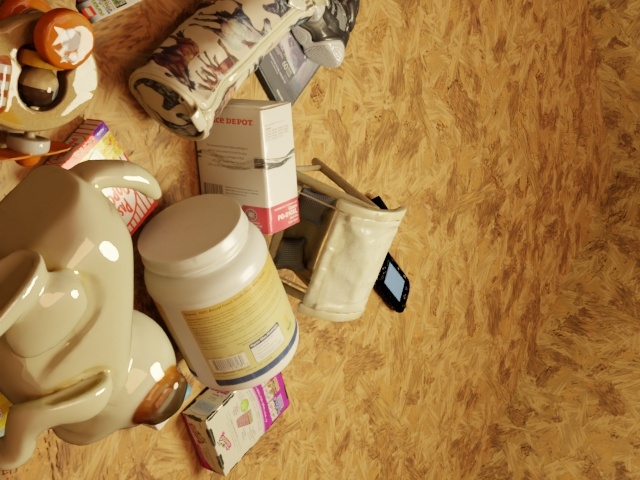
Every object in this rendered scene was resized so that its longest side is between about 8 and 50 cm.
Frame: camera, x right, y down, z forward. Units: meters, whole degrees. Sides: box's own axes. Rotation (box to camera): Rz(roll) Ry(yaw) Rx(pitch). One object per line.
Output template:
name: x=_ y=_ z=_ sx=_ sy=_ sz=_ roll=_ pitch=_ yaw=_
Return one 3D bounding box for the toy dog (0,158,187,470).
toy dog: x=-0.351 y=0.113 z=1.137 sx=0.395 sy=0.284 sz=0.408 roll=-52 pitch=143 yaw=-29

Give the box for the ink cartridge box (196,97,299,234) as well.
ink cartridge box: x=-0.140 y=-0.146 z=1.576 sx=0.100 sy=0.172 sz=0.237 roll=-26 pitch=119 yaw=-50

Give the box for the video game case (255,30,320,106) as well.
video game case: x=-0.054 y=-0.428 z=1.757 sx=0.274 sy=0.026 sz=0.196 roll=-58 pitch=140 yaw=-27

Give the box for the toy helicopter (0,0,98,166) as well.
toy helicopter: x=-0.471 y=-0.185 z=1.172 sx=0.355 sy=0.140 sz=0.235 roll=-33 pitch=134 yaw=-33

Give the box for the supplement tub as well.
supplement tub: x=-0.185 y=0.096 z=1.526 sx=0.228 sy=0.228 sz=0.316 roll=-50 pitch=136 yaw=-36

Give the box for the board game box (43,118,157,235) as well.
board game box: x=-0.369 y=-0.080 z=1.378 sx=0.147 sy=0.045 sz=0.193 roll=-57 pitch=140 yaw=-29

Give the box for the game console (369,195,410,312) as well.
game console: x=0.163 y=0.058 z=2.173 sx=0.361 sy=0.044 sz=0.213 roll=50 pitch=58 yaw=-48

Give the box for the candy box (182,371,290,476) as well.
candy box: x=-0.172 y=0.352 z=1.748 sx=0.233 sy=0.071 sz=0.159 roll=-43 pitch=132 yaw=-42

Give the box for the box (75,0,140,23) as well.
box: x=-0.302 y=-0.408 z=1.241 sx=0.207 sy=0.114 sz=0.036 roll=-103 pitch=167 yaw=-45

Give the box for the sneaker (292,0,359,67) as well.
sneaker: x=-0.002 y=-0.493 z=1.711 sx=0.153 sy=0.101 sz=0.268 roll=-65 pitch=148 yaw=-22

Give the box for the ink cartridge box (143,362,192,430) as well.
ink cartridge box: x=-0.318 y=0.247 z=1.522 sx=0.104 sy=0.060 sz=0.180 roll=-50 pitch=136 yaw=-35

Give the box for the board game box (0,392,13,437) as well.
board game box: x=-0.563 y=0.203 z=1.147 sx=0.336 sy=0.079 sz=0.254 roll=-29 pitch=121 yaw=-48

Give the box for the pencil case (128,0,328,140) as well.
pencil case: x=-0.163 y=-0.351 z=1.484 sx=0.410 sy=0.183 sz=0.160 roll=-55 pitch=139 yaw=-30

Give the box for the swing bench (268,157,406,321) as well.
swing bench: x=0.000 y=0.000 z=1.682 sx=0.165 sy=0.254 sz=0.253 roll=-12 pitch=129 yaw=-53
